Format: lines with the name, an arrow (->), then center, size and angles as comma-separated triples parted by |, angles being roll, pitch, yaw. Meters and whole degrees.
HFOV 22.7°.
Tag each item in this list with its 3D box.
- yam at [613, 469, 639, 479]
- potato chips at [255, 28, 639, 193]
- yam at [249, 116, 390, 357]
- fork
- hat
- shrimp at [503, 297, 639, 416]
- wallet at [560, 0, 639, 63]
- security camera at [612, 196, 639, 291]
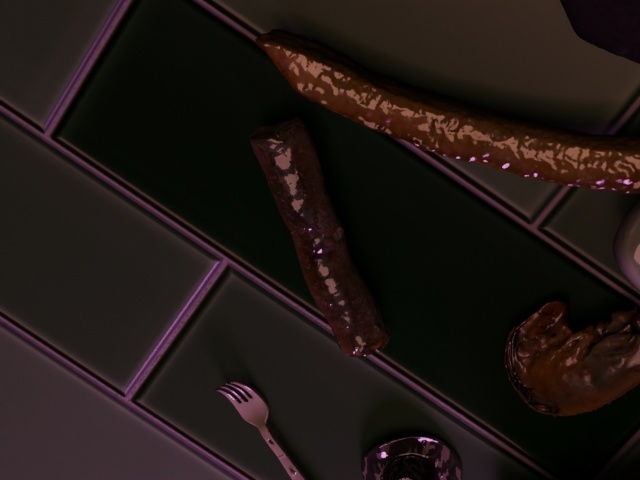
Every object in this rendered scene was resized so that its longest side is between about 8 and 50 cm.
yam -> 0.334, 0.337, 1.571 | 0.348, 0.241, 0.241 | -14, 112, 23
potato chips -> 0.132, -0.111, 1.477 | 0.406, 0.057, 0.080 | 17, 125, 8
yam -> 0.000, 0.000, 1.573 | 0.061, 0.061, 0.253 | -14, 113, 20
fork -> -0.039, 0.229, 1.721 | 0.034, 0.028, 0.219 | -30, 111, 17
hat -> 0.093, 0.262, 1.687 | 0.121, 0.050, 0.121 | 6, 121, 10
shrimp -> 0.292, 0.086, 1.543 | 0.262, 0.066, 0.117 | -37, 103, 23
wallet -> 0.234, -0.241, 1.274 | 0.170, 0.044, 0.321 | 33, 166, 36
security camera -> 0.412, 0.052, 1.469 | 0.301, 0.080, 0.157 | 39, 96, -8
